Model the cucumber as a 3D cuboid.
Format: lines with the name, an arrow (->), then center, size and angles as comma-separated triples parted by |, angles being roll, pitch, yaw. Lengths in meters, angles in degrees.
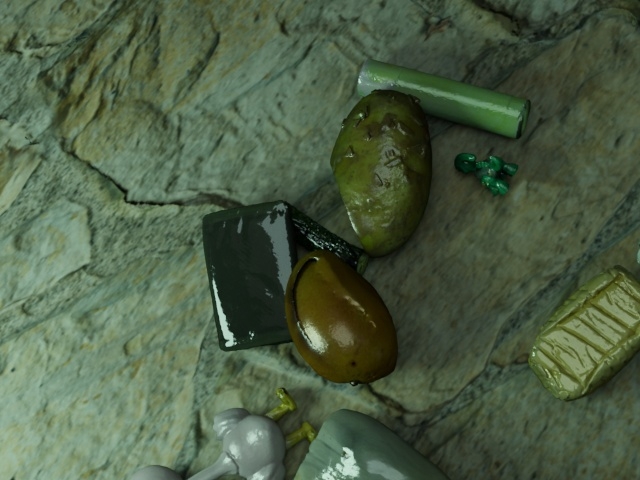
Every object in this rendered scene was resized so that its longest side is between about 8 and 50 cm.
cucumber -> 0.000, 0.000, 1.964 | 0.187, 0.058, 0.058 | 32, 81, 16

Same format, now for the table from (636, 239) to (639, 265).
table -> 0.617, 0.065, 1.801 | 0.166, 0.166, 0.198 | -24, 72, 1

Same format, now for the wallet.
wallet -> -0.112, 0.061, 1.946 | 0.168, 0.052, 0.245 | -9, 86, 11

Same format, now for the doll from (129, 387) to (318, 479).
doll -> -0.179, 0.389, 1.860 | 0.365, 0.094, 0.160 | -36, 75, -3

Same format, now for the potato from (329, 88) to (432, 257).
potato -> 0.104, -0.117, 1.937 | 0.176, 0.141, 0.298 | -1, 74, 27

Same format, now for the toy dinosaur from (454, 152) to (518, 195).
toy dinosaur -> 0.281, -0.124, 1.932 | 0.096, 0.132, 0.059 | 27, 78, -9

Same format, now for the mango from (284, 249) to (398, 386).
mango -> 0.029, 0.126, 1.857 | 0.166, 0.136, 0.236 | -12, 67, -21

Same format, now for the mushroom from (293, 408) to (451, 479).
mushroom -> 0.115, 0.384, 1.775 | 0.328, 0.122, 0.159 | 22, 107, 33

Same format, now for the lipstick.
lipstick -> 0.219, -0.251, 1.996 | 0.304, 0.076, 0.076 | 17, 77, 13

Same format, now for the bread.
bread -> 0.442, 0.155, 1.830 | 0.236, 0.106, 0.140 | -43, 74, -5
